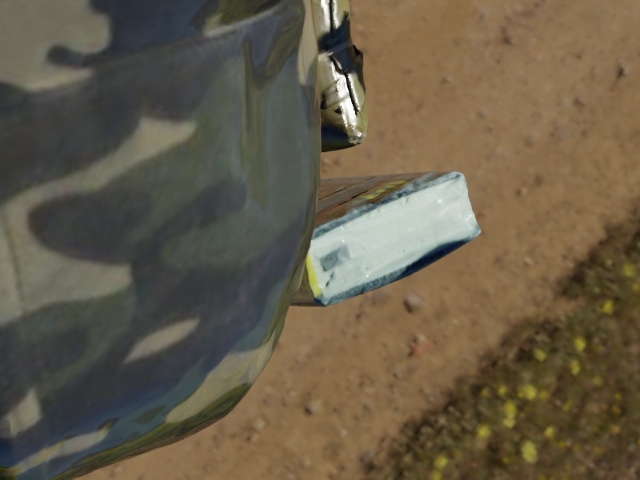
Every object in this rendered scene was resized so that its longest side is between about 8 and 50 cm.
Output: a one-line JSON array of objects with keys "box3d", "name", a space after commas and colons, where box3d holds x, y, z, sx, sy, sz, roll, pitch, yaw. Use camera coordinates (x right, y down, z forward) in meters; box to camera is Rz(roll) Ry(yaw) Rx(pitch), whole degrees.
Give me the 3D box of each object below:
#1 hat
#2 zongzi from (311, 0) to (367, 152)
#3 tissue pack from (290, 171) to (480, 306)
[{"box3d": [-0.025, -0.059, 0.526, 0.257, 0.382, 0.366, 60, 31, -18], "name": "hat"}, {"box3d": [-0.066, -0.141, 0.987, 0.081, 0.189, 0.178, -52, 133, -75], "name": "zongzi"}, {"box3d": [0.000, 0.000, 1.309, 0.185, 0.257, 0.081, -22, 101, -29], "name": "tissue pack"}]
